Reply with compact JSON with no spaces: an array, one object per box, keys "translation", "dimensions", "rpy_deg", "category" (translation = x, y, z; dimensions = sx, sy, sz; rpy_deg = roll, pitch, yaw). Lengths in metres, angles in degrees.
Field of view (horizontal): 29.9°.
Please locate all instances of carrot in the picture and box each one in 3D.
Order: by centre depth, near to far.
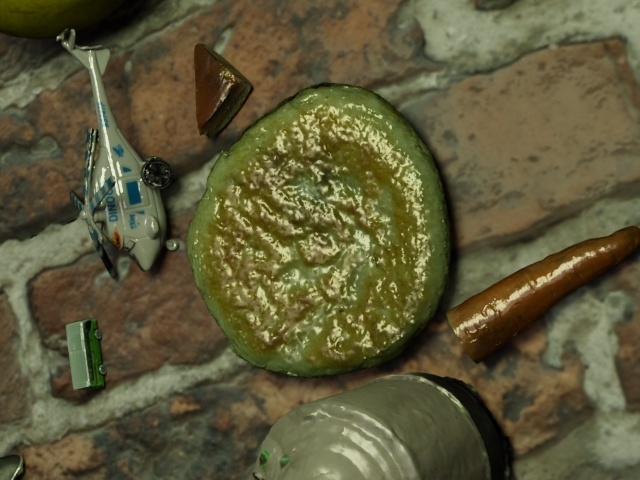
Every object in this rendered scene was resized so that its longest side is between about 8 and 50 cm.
[{"translation":[0.225,0.043,1.178],"dimensions":[0.210,0.061,0.061],"rpy_deg":[-33,72,15],"category":"carrot"}]

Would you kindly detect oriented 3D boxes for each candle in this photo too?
[{"translation":[0.037,0.230,1.105],"dimensions":[0.187,0.330,0.187],"rpy_deg":[2,93,30],"category":"candle"}]

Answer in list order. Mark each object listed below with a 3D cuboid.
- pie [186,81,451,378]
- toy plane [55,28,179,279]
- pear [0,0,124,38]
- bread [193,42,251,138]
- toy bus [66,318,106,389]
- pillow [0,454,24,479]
[{"translation":[0.000,0.000,1.282],"dimensions":[0.323,0.070,0.323],"rpy_deg":[-1,88,24],"category":"pie"},{"translation":[-0.237,-0.099,1.380],"dimensions":[0.182,0.107,0.273],"rpy_deg":[135,121,-63],"category":"toy plane"},{"translation":[-0.340,-0.354,1.373],"dimensions":[0.307,0.253,0.253],"rpy_deg":[3,87,34],"category":"pear"},{"translation":[-0.111,-0.173,1.362],"dimensions":[0.062,0.043,0.109],"rpy_deg":[-5,83,27],"category":"bread"},{"translation":[-0.279,0.135,1.422],"dimensions":[0.031,0.037,0.083],"rpy_deg":[-14,79,24],"category":"toy bus"},{"translation":[-0.432,0.298,1.473],"dimensions":[0.136,0.055,0.091],"rpy_deg":[8,87,25],"category":"pillow"}]
